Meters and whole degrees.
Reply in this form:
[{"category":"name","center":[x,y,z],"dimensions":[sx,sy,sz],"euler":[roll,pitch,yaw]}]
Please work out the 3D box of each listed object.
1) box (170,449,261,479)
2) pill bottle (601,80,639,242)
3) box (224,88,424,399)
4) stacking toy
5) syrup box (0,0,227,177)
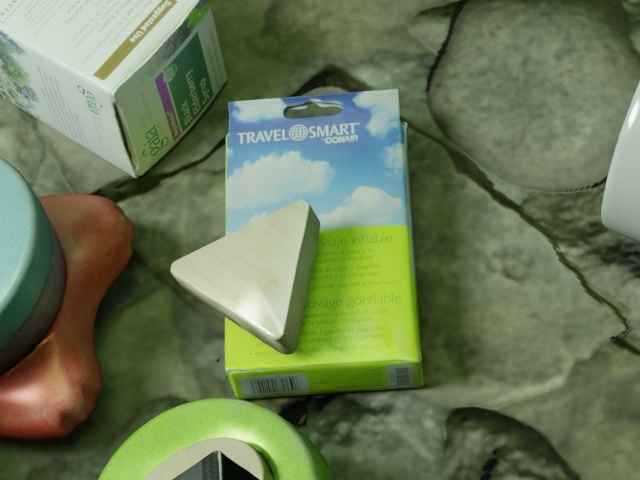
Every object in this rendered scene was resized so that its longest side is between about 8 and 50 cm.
[{"category":"box","center":[-0.092,0.241,0.614],"dimensions":[0.216,0.060,0.270],"euler":[-37,34,22]},{"category":"pill bottle","center":[0.315,-0.011,0.820],"dimensions":[0.318,0.176,0.176],"euler":[22,65,17]},{"category":"box","center":[0.000,0.000,0.924],"dimensions":[0.109,0.042,0.178],"euler":[-4,60,4]},{"category":"stacking toy","center":[-0.142,0.078,0.815],"dimensions":[0.279,0.130,0.309],"euler":[-10,58,16]},{"category":"syrup box","center":[-0.179,-0.146,0.998],"dimensions":[0.237,0.093,0.096],"euler":[30,67,21]}]
